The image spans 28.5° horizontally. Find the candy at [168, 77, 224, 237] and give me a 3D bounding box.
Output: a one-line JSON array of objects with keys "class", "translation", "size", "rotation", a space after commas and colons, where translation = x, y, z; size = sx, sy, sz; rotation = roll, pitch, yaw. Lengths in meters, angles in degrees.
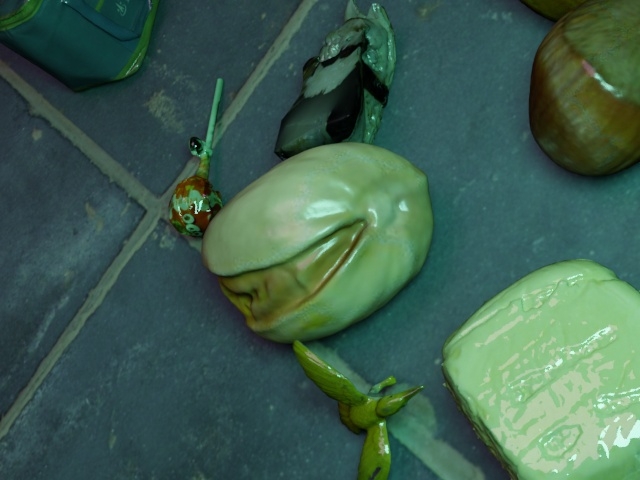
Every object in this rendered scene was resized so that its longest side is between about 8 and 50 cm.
[{"class": "candy", "translation": [-0.167, -0.132, 1.878], "size": [0.084, 0.078, 0.288], "rotation": [-18, 49, 35]}]

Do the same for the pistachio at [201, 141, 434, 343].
[{"class": "pistachio", "translation": [0.000, 0.000, 1.576], "size": [0.308, 0.230, 0.230], "rotation": [-32, 51, 27]}]

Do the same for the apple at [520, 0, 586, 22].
[{"class": "apple", "translation": [0.319, -0.368, 1.508], "size": [0.237, 0.207, 0.237], "rotation": [-39, 11, 9]}]

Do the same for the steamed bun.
[{"class": "steamed bun", "translation": [0.272, 0.163, 1.295], "size": [0.232, 0.166, 0.273], "rotation": [-38, 53, 1]}]

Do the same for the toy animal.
[{"class": "toy animal", "translation": [0.066, 0.188, 1.483], "size": [0.155, 0.095, 0.219], "rotation": [-30, 90, 23]}]

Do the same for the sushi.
[{"class": "sushi", "translation": [0.042, -0.207, 1.728], "size": [0.134, 0.109, 0.273], "rotation": [-18, 43, 36]}]

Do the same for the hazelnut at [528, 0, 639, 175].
[{"class": "hazelnut", "translation": [0.321, -0.173, 1.427], "size": [0.214, 0.176, 0.214], "rotation": [-56, 10, 16]}]

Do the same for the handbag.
[{"class": "handbag", "translation": [-0.415, -0.407, 2.091], "size": [0.222, 0.241, 0.263], "rotation": [-3, 67, 40]}]
